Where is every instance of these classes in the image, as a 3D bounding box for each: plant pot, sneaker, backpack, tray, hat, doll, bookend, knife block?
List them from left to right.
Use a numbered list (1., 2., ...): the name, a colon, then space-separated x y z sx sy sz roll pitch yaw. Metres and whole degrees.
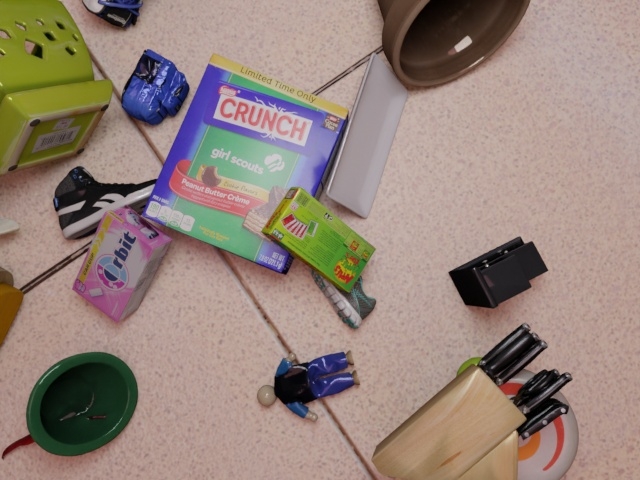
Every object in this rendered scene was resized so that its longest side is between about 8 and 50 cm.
1. plant pot: -0.513 -0.252 0.821 0.227 0.228 0.207 -37 93 36
2. hat: -0.475 0.297 0.894 0.208 0.183 0.173 -13 91 -42
3. sneaker: -0.405 -0.098 0.903 0.216 0.079 0.121 -26 86 -1
4. sneaker: -0.354 -0.504 0.902 0.315 0.127 0.182 7 101 32
5. backpack: -0.314 -0.280 0.912 0.101 0.098 0.120 29 85 0
6. doll: -0.025 0.265 0.879 0.189 0.046 0.129 -16 83 -1
7. sneaker: 0.040 0.080 0.898 0.076 0.065 0.166 -34 88 -19
8. tray: 0.083 -0.188 0.892 0.030 0.145 0.270 15 84 37
9. plant pot: 0.203 -0.455 0.864 0.263 0.263 0.229 -23 68 -1
10. knife block: 0.225 0.239 0.729 0.275 0.088 0.242 3 79 13
11. bookend: 0.326 0.050 0.839 0.156 0.157 0.072 -26 85 -1

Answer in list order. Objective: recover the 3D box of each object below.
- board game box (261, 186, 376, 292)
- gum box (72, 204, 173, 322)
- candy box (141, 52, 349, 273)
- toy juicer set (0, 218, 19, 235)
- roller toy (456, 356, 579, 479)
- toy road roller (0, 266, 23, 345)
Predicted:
1. board game box: 0.000 0.000 0.813 0.181 0.043 0.092 38 79 -24
2. gum box: -0.354 0.039 0.861 0.107 0.062 0.188 35 112 4
3. candy box: -0.126 -0.132 0.881 0.268 0.122 0.317 22 84 1
4. toy juicer set: -0.692 -0.084 0.772 0.209 0.089 0.329 -46 116 -27
5. roller toy: 0.319 0.313 0.818 0.191 0.146 0.209 8 82 12
6. toy road roller: -0.703 0.168 0.801 0.202 0.240 0.330 25 85 3
